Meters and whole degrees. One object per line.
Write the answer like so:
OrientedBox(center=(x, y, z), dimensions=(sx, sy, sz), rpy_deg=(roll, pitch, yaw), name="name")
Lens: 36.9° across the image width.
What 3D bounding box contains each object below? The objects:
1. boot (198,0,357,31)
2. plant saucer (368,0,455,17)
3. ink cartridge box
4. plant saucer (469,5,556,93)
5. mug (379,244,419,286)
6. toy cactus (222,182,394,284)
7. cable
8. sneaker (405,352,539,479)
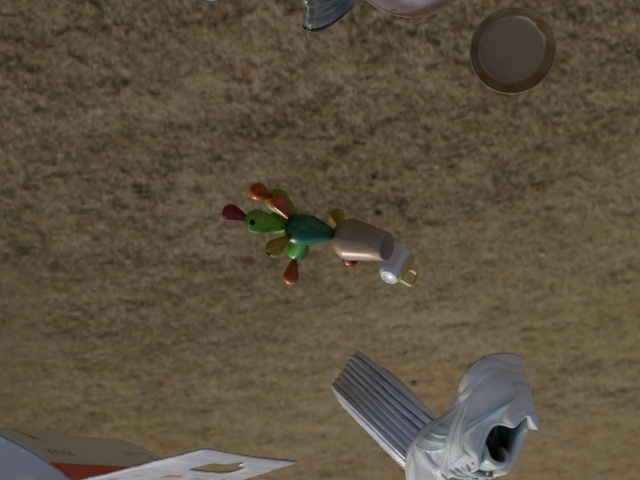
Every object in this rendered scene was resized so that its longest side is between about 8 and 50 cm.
OrientedBox(center=(-0.022, -0.285, 1.046), dimensions=(0.246, 0.083, 0.161), rpy_deg=(-35, 145, -14), name="boot")
OrientedBox(center=(0.169, -0.519, 1.554), dimensions=(0.310, 0.050, 0.311), rpy_deg=(-9, 109, -26), name="plant saucer")
OrientedBox(center=(-0.253, 0.237, 1.051), dimensions=(0.385, 0.091, 0.308), rpy_deg=(-14, 162, 12), name="ink cartridge box")
OrientedBox(center=(0.186, -0.185, 0.931), dimensions=(0.083, 0.083, 0.015), rpy_deg=(-15, -168, 7), name="plant saucer")
OrientedBox(center=(0.157, 0.055, 1.930), dimensions=(0.078, 0.064, 0.062), rpy_deg=(17, 140, 19), name="mug")
OrientedBox(center=(0.000, 0.000, 1.155), dimensions=(0.180, 0.112, 0.219), rpy_deg=(12, 170, 35), name="toy cactus")
OrientedBox(center=(0.122, 0.279, 1.433), dimensions=(0.089, 0.257, 0.257), rpy_deg=(-45, 171, -6), name="cable")
OrientedBox(center=(0.107, 0.152, 0.698), dimensions=(0.053, 0.061, 0.152), rpy_deg=(9, 127, -23), name="sneaker")
